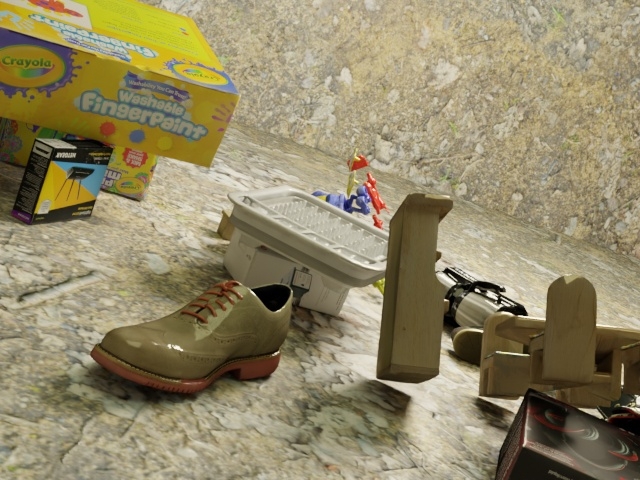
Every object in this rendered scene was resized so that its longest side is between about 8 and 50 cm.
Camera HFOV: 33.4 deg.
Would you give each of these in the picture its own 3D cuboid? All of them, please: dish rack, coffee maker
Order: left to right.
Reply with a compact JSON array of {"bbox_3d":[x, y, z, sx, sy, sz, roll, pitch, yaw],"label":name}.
[{"bbox_3d":[0.000,0.000,1.826,0.285,0.072,0.333,26,14,14],"label":"dish rack"},{"bbox_3d":[0.303,0.140,2.089,0.178,0.120,0.171,33,-7,38],"label":"coffee maker"}]

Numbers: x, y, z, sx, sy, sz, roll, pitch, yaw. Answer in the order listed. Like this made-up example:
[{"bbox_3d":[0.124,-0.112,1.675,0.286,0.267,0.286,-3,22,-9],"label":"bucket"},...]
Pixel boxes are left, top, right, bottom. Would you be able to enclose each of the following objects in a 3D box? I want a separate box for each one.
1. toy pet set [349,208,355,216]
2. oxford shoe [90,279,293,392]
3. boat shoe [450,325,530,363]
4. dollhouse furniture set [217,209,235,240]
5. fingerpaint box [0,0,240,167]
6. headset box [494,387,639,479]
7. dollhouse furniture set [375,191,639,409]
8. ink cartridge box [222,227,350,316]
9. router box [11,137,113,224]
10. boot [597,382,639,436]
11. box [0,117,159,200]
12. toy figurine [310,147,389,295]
[{"bbox_3d":[0.064,-0.026,2.542,0.114,0.065,0.122,56,-8,-36],"label":"toy pet set"},{"bbox_3d":[-0.152,0.104,1.339,0.123,0.130,0.348,27,13,24],"label":"oxford shoe"},{"bbox_3d":[0.341,0.197,1.932,0.223,0.080,0.073,15,18,-12],"label":"boat shoe"},{"bbox_3d":[-0.085,-0.018,2.072,0.182,0.101,0.161,16,13,-26],"label":"dollhouse furniture set"},{"bbox_3d":[-0.415,-0.326,1.925,0.445,0.163,0.371,12,27,-30],"label":"fingerpaint box"},{"bbox_3d":[0.335,0.310,1.336,0.218,0.110,0.293,23,12,9],"label":"headset box"},{"bbox_3d":[0.297,0.095,1.581,0.394,0.256,0.362,7,-12,-4],"label":"dollhouse furniture set"},{"bbox_3d":[-0.058,0.051,1.862,0.191,0.082,0.139,15,14,-24],"label":"ink cartridge box"},{"bbox_3d":[-0.423,-0.100,1.761,0.046,0.133,0.179,25,13,16],"label":"router box"},{"bbox_3d":[0.505,0.289,1.740,0.178,0.085,0.236,25,11,-41],"label":"boot"},{"bbox_3d":[-0.484,-0.233,2.151,0.290,0.177,0.279,16,14,-24],"label":"box"},{"bbox_3d":[0.010,-0.010,2.183,0.362,0.217,0.191,-85,151,-54],"label":"toy figurine"}]
